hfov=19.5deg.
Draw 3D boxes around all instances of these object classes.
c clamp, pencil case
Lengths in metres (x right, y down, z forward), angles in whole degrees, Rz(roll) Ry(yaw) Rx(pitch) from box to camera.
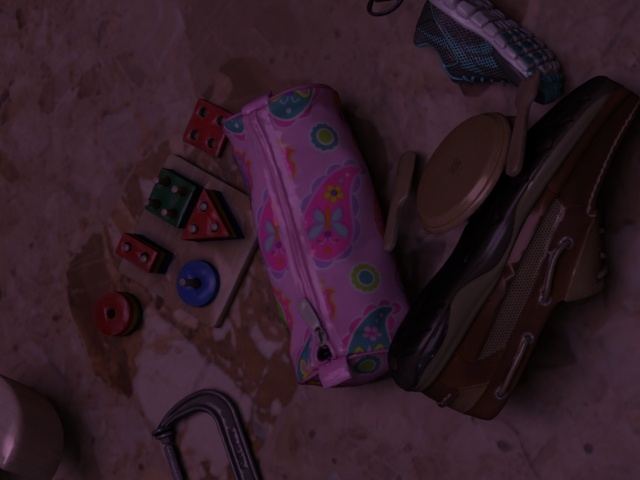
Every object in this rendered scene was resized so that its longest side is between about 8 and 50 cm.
[{"bbox_3d":[-0.123,0.232,1.830,0.137,0.022,0.160,-20,77,26],"label":"c clamp"},{"bbox_3d":[0.000,0.000,1.726,0.124,0.124,0.284,-22,75,26],"label":"pencil case"}]

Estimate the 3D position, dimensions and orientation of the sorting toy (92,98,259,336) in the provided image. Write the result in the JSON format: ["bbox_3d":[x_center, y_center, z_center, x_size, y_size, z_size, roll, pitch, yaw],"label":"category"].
[{"bbox_3d":[-0.129,-0.010,1.838,0.132,0.046,0.274,30,100,27],"label":"sorting toy"}]

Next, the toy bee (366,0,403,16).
[{"bbox_3d":[0.152,-0.327,1.616,0.298,0.162,0.195,-33,26,-6],"label":"toy bee"}]

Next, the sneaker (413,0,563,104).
[{"bbox_3d":[0.150,-0.168,1.699,0.166,0.065,0.076,45,123,27],"label":"sneaker"}]

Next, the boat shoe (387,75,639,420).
[{"bbox_3d":[0.188,0.011,1.634,0.120,0.122,0.324,33,92,-9],"label":"boat shoe"}]

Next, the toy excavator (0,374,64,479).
[{"bbox_3d":[-0.409,0.398,1.817,0.433,0.222,0.445,-31,61,15],"label":"toy excavator"}]

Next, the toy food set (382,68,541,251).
[{"bbox_3d":[0.135,-0.060,1.661,0.192,0.038,0.132,-31,36,46],"label":"toy food set"}]
